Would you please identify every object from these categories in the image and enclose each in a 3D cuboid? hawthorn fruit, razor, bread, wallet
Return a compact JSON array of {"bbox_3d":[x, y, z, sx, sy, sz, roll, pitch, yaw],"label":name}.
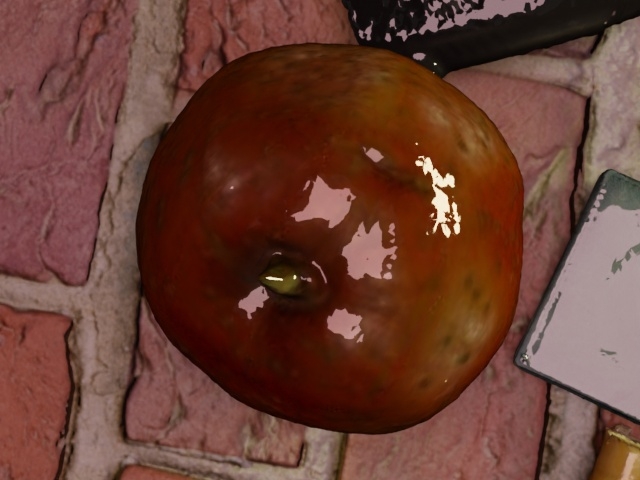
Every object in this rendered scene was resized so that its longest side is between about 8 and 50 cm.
[{"bbox_3d":[0.000,0.000,1.007,0.403,0.403,0.403,0,88,3],"label":"hawthorn fruit"},{"bbox_3d":[0.187,-0.284,1.146,0.327,0.107,0.189,-19,86,3],"label":"razor"},{"bbox_3d":[0.340,0.297,1.126,0.134,0.085,0.173,25,88,0],"label":"bread"},{"bbox_3d":[0.393,0.088,1.149,0.290,0.054,0.251,26,86,9],"label":"wallet"}]
